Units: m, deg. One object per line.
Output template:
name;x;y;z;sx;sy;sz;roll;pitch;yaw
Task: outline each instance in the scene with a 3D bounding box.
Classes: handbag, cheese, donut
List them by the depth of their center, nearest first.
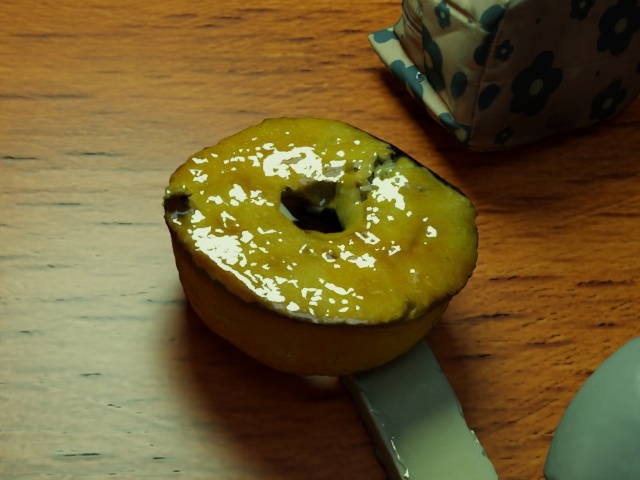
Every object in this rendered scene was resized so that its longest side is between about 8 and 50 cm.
cheese;0.116;0.224;0.967;0.085;0.034;0.400;-10;51;-19
donut;-0.002;-0.001;1.077;0.253;0.118;0.253;2;37;-2
handbag;0.182;-0.210;1.281;0.251;0.190;0.193;-16;46;-34

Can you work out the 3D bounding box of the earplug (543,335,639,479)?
earplug;0.257;0.209;0.910;0.214;0.175;0.325;12;45;-18
